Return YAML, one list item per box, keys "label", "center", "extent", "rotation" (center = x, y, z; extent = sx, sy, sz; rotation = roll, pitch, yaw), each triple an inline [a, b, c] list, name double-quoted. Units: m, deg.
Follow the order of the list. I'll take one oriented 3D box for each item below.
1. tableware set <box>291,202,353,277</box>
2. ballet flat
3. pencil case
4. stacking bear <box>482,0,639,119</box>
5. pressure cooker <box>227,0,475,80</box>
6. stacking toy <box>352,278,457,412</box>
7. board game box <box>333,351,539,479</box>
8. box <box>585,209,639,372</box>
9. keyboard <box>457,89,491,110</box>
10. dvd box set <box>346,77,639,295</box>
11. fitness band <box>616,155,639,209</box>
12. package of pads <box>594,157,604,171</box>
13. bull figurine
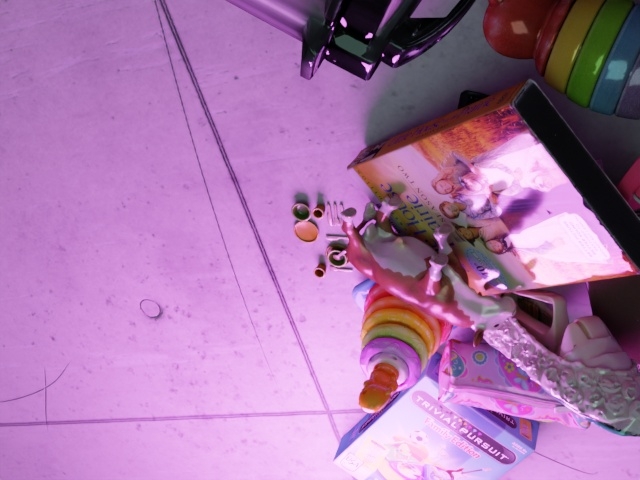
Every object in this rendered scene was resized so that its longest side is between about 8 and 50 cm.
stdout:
- label: "tableware set"
  center: [0.000, 0.000, 1.688]
  extent: [0.104, 0.024, 0.154]
  rotation: [3, 124, 19]
- label: "ballet flat"
  center: [0.373, 0.160, 1.471]
  extent: [0.146, 0.409, 0.147]
  rotation: [-8, 111, -23]
- label: "pencil case"
  center: [0.349, 0.252, 1.654]
  extent: [0.284, 0.124, 0.124]
  rotation: [11, 126, 4]
- label: "stacking bear"
  center: [0.361, -0.271, 1.287]
  extent: [0.289, 0.164, 0.175]
  rotation: [26, 170, 16]
- label: "pressure cooker"
  center: [0.023, -0.421, 1.172]
  extent: [0.420, 0.375, 0.370]
  rotation: [28, 125, 1]
- label: "stacking toy"
  center: [0.125, 0.186, 1.593]
  extent: [0.175, 0.302, 0.166]
  rotation: [-28, 110, 32]
- label: "board game box"
  center: [0.218, 0.398, 1.845]
  extent: [0.253, 0.079, 0.336]
  rotation: [35, 128, -5]
- label: "box"
  center: [0.536, 0.103, 1.490]
  extent: [0.191, 0.143, 0.382]
  rotation: [-7, 118, 26]
- label: "keyboard"
  center: [0.252, -0.138, 1.492]
  extent: [0.100, 0.038, 0.192]
  rotation: [13, 127, 11]
- label: "dvd box set"
  center: [0.251, -0.054, 1.415]
  extent: [0.308, 0.062, 0.420]
  rotation: [50, 153, -14]
- label: "fitness band"
  center: [0.513, -0.144, 1.279]
  extent: [0.054, 0.209, 0.291]
  rotation: [48, 140, 17]
- label: "package of pads"
  center: [0.403, -0.096, 1.469]
  extent: [0.083, 0.032, 0.050]
  rotation: [-11, 116, 26]
- label: "bull figurine"
  center: [0.161, 0.044, 1.501]
  extent: [0.310, 0.101, 0.188]
  rotation: [25, 147, 30]
